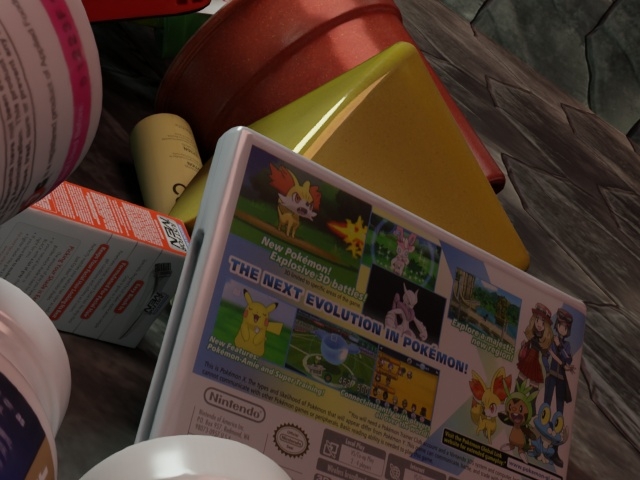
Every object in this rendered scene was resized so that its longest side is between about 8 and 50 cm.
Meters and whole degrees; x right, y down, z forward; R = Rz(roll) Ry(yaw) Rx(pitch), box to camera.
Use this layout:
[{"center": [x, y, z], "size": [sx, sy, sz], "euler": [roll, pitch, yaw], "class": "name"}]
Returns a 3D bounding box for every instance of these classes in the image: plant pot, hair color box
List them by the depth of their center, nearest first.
[{"center": [-0.180, 0.011, 0.805], "size": [0.167, 0.093, 0.053], "euler": [21, 28, -38], "class": "hair color box"}, {"center": [0.000, 0.000, 0.916], "size": [0.187, 0.212, 0.212], "euler": [-38, 101, -50], "class": "plant pot"}, {"center": [0.023, -0.096, 1.136], "size": [0.265, 0.272, 0.272], "euler": [53, 25, 13], "class": "plant pot"}]

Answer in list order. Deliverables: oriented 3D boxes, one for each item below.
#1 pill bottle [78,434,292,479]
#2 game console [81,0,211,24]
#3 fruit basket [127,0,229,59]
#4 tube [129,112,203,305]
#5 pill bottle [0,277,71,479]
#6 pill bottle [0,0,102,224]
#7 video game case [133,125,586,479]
[{"center": [-0.041, 0.209, 0.424], "size": [0.169, 0.169, 0.301], "euler": [29, 18, -23], "class": "pill bottle"}, {"center": [-0.289, -0.290, 1.035], "size": [0.342, 0.060, 0.386], "euler": [-8, 38, -10], "class": "game console"}, {"center": [-0.241, -0.299, 1.231], "size": [0.353, 0.165, 0.327], "euler": [-6, 36, -11], "class": "fruit basket"}, {"center": [-0.116, -0.015, 1.003], "size": [0.070, 0.062, 0.240], "euler": [-6, 45, -15], "class": "tube"}, {"center": [-0.199, 0.120, 0.484], "size": [0.153, 0.153, 0.265], "euler": [34, 23, -11], "class": "pill bottle"}, {"center": [-0.225, -0.030, 0.441], "size": [0.160, 0.160, 0.283], "euler": [39, 39, 2], "class": "pill bottle"}, {"center": [0.039, 0.123, 0.773], "size": [0.329, 0.036, 0.300], "euler": [26, 64, -27], "class": "video game case"}]
